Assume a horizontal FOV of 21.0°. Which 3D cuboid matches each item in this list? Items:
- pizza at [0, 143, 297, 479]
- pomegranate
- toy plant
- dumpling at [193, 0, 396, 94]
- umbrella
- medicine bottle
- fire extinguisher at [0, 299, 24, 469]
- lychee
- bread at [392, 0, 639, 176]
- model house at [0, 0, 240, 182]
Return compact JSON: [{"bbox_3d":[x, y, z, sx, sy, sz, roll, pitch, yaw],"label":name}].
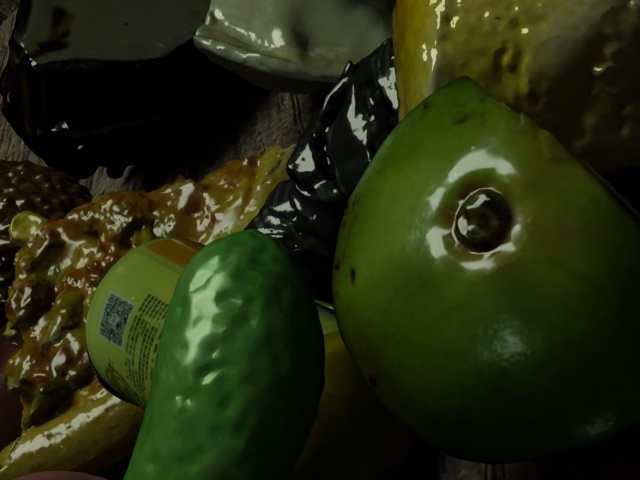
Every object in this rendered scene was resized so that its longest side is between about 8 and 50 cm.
[{"bbox_3d":[-0.127,0.056,1.348,0.268,0.087,0.258,-15,53,12],"label":"pizza"},{"bbox_3d":[0.085,0.021,0.902,0.159,0.190,0.241,-47,21,7],"label":"pomegranate"},{"bbox_3d":[-0.075,0.214,0.878,0.356,0.210,0.317,-40,50,17],"label":"toy plant"},{"bbox_3d":[0.018,-0.229,1.543,0.226,0.175,0.243,11,73,32],"label":"dumpling"},{"bbox_3d":[0.003,0.001,1.203,0.337,0.128,0.154,-52,6,1],"label":"umbrella"},{"bbox_3d":[-0.039,0.082,1.066,0.239,0.124,0.124,23,70,48],"label":"medicine bottle"},{"bbox_3d":[-0.276,0.151,1.449,0.147,0.106,0.337,10,52,25],"label":"fire extinguisher"},{"bbox_3d":[-0.323,0.014,1.697,0.238,0.200,0.200,-19,28,11],"label":"lychee"},{"bbox_3d":[0.126,-0.108,1.037,0.170,0.197,0.197,-11,33,15],"label":"bread"},{"bbox_3d":[-0.179,-0.173,1.790,0.282,0.297,0.317,109,167,-48],"label":"model house"}]
